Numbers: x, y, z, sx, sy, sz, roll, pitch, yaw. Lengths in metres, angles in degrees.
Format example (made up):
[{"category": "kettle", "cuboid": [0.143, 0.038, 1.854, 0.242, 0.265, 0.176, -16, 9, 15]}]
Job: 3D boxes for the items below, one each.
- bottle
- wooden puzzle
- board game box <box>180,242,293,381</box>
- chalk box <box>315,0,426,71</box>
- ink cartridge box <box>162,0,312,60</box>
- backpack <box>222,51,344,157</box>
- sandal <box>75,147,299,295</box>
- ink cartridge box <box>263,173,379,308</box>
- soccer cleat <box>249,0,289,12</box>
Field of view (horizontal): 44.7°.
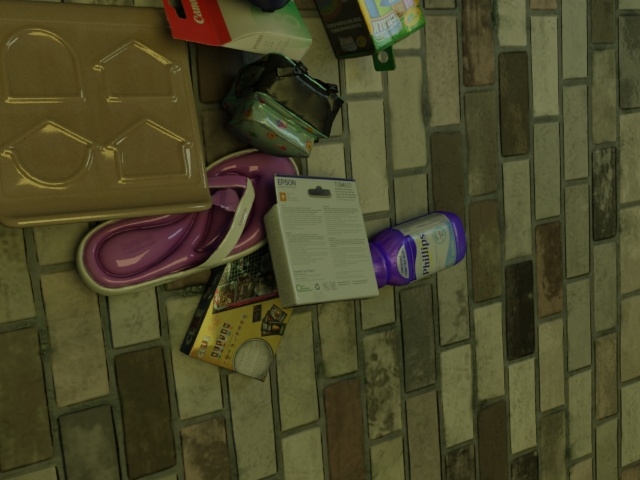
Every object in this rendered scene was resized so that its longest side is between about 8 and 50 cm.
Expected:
[{"category": "bottle", "cuboid": [0.158, 0.028, 1.537, 0.283, 0.092, 0.118, -18, 108, -29]}, {"category": "wooden puzzle", "cuboid": [-0.345, -0.191, 1.173, 0.322, 0.080, 0.348, -7, 80, -33]}, {"category": "board game box", "cuboid": [-0.129, 0.113, 1.397, 0.165, 0.042, 0.243, 27, 82, -32]}, {"category": "chalk box", "cuboid": [0.092, -0.414, 1.417, 0.132, 0.132, 0.213, -34, 114, -24]}, {"category": "ink cartridge box", "cuboid": [-0.142, -0.381, 1.258, 0.224, 0.056, 0.181, 4, 49, -34]}, {"category": "backpack", "cuboid": [-0.075, -0.221, 1.306, 0.166, 0.188, 0.144, 27, 88, -29]}, {"category": "sandal", "cuboid": [-0.193, -0.030, 1.277, 0.416, 0.102, 0.169, -32, 90, -24]}, {"category": "ink cartridge box", "cuboid": [0.000, 0.000, 1.361, 0.223, 0.045, 0.224, 0, 77, -47]}, {"category": "soccer cleat", "cuboid": [-0.165, -0.457, 1.198, 0.289, 0.121, 0.093, 30, 77, 5]}]
